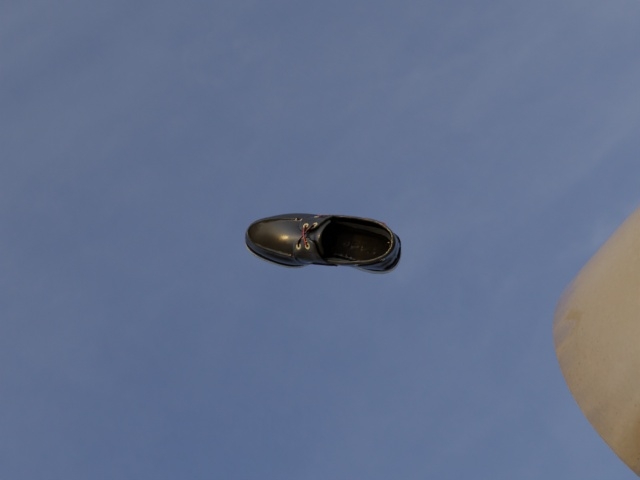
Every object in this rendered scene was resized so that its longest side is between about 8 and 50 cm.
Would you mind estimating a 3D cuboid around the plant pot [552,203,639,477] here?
[{"bbox_3d":[0.313,0.002,0.697,0.256,0.256,0.274,5,-49,-23],"label":"plant pot"}]

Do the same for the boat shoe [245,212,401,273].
[{"bbox_3d":[0.000,-0.002,0.966,0.133,0.042,0.049,7,-109,12],"label":"boat shoe"}]
